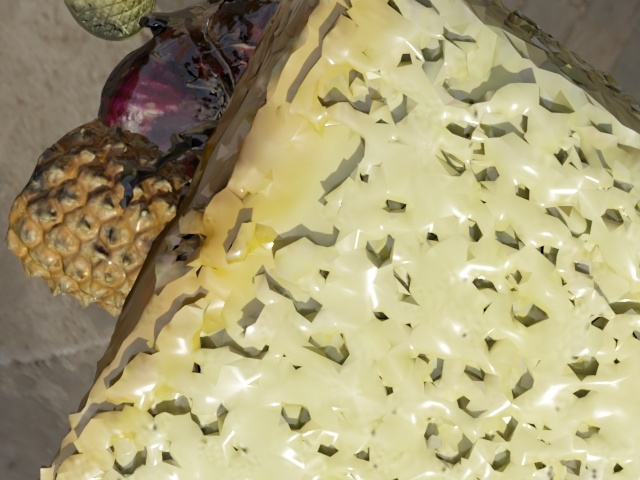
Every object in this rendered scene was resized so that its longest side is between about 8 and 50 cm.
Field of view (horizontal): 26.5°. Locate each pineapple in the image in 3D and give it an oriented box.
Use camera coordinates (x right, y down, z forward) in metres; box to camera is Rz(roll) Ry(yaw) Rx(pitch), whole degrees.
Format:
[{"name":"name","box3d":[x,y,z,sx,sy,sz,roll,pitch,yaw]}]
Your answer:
[{"name":"pineapple","box3d":[-0.043,0.029,0.801,0.277,0.130,0.119,29,105,14]}]

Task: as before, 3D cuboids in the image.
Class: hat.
[{"name":"hat","box3d":[-0.247,-0.325,1.676,0.146,0.146,0.067,38,36,8]}]

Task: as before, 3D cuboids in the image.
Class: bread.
[{"name":"bread","box3d":[0.032,0.021,0.564,0.248,0.315,0.279,32,92,-5]}]

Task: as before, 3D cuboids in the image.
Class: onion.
[{"name":"onion","box3d":[-0.051,-0.109,1.148,0.281,0.281,0.221,-15,102,-5]}]
